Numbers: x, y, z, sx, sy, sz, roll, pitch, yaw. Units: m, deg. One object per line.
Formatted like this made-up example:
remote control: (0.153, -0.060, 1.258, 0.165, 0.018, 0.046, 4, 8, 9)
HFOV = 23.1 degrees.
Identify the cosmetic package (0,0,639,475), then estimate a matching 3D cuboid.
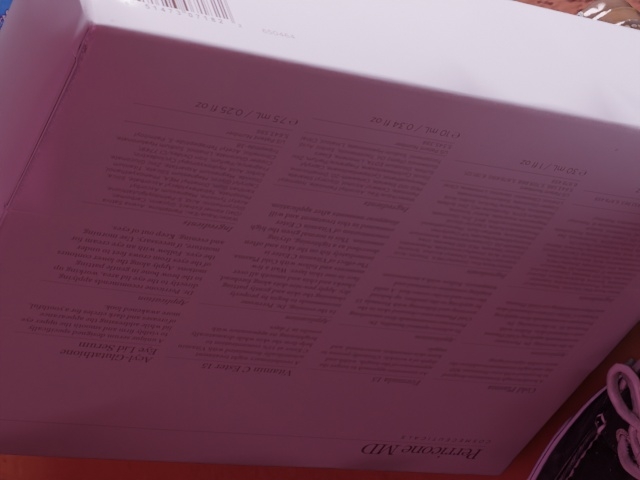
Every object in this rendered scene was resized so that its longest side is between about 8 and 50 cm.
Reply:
cosmetic package: (0.000, 0.000, 0.800, 0.284, 0.377, 0.097, -58, 38, 36)

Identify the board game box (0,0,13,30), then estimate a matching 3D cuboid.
board game box: (-0.113, -0.084, 0.946, 0.302, 0.308, 0.086, -24, 79, 30)

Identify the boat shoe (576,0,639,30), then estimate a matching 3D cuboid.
boat shoe: (0.110, -0.044, 0.950, 0.257, 0.095, 0.095, -40, 48, 25)

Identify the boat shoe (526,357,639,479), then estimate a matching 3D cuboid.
boat shoe: (0.208, 0.105, 0.868, 0.306, 0.105, 0.113, -41, 70, 24)
